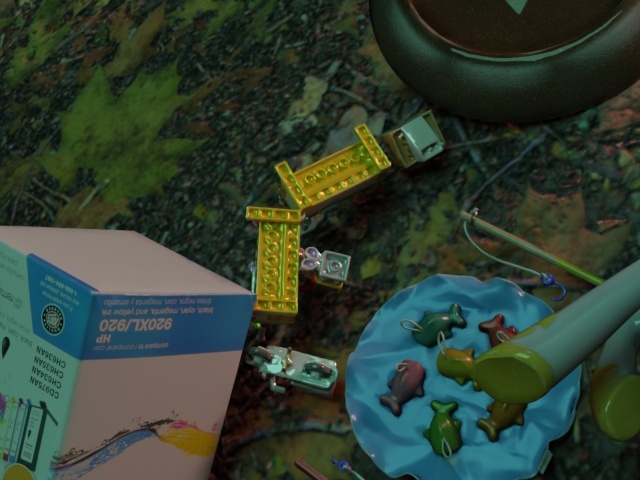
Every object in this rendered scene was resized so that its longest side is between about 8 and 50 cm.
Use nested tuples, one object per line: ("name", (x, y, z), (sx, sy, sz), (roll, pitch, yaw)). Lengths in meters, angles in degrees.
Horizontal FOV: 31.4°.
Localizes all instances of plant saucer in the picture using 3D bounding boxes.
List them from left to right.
("plant saucer", (0.187, -0.256, 1.036), (0.310, 0.050, 0.311), (-7, 68, 17))

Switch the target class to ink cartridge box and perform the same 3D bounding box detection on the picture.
("ink cartridge box", (-0.190, 0.123, 0.918), (0.171, 0.168, 0.233), (23, 103, 39))

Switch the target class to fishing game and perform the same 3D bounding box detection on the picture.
("fishing game", (0.106, 0.107, 0.879), (0.189, 0.041, 0.264), (33, 78, 28))

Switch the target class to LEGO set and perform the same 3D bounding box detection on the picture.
("LEGO set", (0.000, 0.000, 1.011), (0.132, 0.107, 0.287), (25, 67, 2))

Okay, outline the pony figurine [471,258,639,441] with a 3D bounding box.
("pony figurine", (0.310, -0.016, 0.696), (0.351, 0.303, 0.363), (-14, 25, 46))
